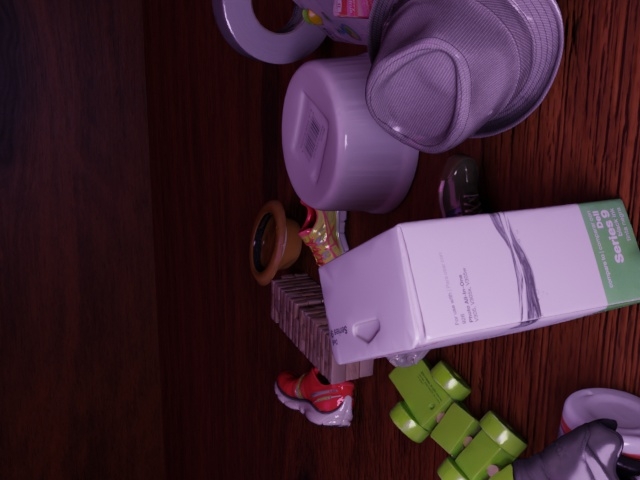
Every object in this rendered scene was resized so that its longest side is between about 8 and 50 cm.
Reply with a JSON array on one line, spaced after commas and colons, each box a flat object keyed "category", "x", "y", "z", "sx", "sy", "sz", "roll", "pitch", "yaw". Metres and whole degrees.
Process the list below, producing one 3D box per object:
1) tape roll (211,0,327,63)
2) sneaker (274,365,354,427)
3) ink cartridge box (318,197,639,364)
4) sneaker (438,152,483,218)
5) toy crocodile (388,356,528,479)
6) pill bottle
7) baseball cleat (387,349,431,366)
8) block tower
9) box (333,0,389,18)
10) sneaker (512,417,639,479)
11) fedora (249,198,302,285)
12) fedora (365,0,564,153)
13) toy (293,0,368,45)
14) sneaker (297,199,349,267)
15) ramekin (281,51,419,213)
[{"category": "tape roll", "x": -0.085, "y": -0.437, "z": 1.347, "sx": 0.072, "sy": 0.219, "sz": 0.219, "roll": -149, "pitch": 57, "yaw": -60}, {"category": "sneaker", "x": -0.003, "y": 0.300, "z": 1.517, "sx": 0.279, "sy": 0.107, "sz": 0.118, "roll": 8, "pitch": 84, "yaw": 62}, {"category": "ink cartridge box", "x": 0.171, "y": 0.048, "z": 0.814, "sx": 0.211, "sy": 0.289, "sz": 0.122, "roll": 147, "pitch": 114, "yaw": -62}, {"category": "sneaker", "x": 0.208, "y": -0.018, "z": 1.002, "sx": 0.086, "sy": 0.064, "sz": 0.192, "roll": 28, "pitch": 121, "yaw": 52}, {"category": "toy crocodile", "x": 0.199, "y": 0.272, "z": 1.043, "sx": 0.115, "sy": 0.105, "sz": 0.340, "roll": -50, "pitch": 33, "yaw": 3}, {"category": "pill bottle", "x": 0.304, "y": 0.268, "z": 0.793, "sx": 0.108, "sy": 0.108, "sz": 0.194, "roll": -143, "pitch": 52, "yaw": -58}, {"category": "baseball cleat", "x": 0.175, "y": 0.113, "z": 1.084, "sx": 0.206, "sy": 0.072, "sz": 0.109, "roll": -33, "pitch": 21, "yaw": 38}, {"category": "block tower", "x": -0.004, "y": 0.168, "z": 1.463, "sx": 0.335, "sy": 0.091, "sz": 0.097, "roll": -145, "pitch": 53, "yaw": -59}, {"category": "box", "x": 0.115, "y": -0.455, "z": 0.997, "sx": 0.154, "sy": 0.142, "sz": 0.300, "roll": -148, "pitch": 55, "yaw": -60}, {"category": "sneaker", "x": 0.316, "y": 0.288, "z": 0.685, "sx": 0.130, "sy": 0.286, "sz": 0.109, "roll": -44, "pitch": 5, "yaw": 16}, {"category": "fedora", "x": -0.093, "y": 0.007, "z": 1.624, "sx": 0.194, "sy": 0.079, "sz": 0.194, "roll": -25, "pitch": 61, "yaw": 59}, {"category": "fedora", "x": 0.144, "y": -0.204, "z": 0.884, "sx": 0.243, "sy": 0.124, "sz": 0.275, "roll": 38, "pitch": 150, "yaw": -2}, {"category": "toy", "x": 0.039, "y": -0.393, "z": 1.242, "sx": 0.056, "sy": 0.137, "sz": 0.237, "roll": -54, "pitch": 30, "yaw": -5}, {"category": "sneaker", "x": 0.000, "y": 0.000, "z": 1.411, "sx": 0.081, "sy": 0.094, "sz": 0.209, "roll": 4, "pitch": 100, "yaw": 64}, {"category": "ramekin", "x": 0.038, "y": -0.178, "z": 1.239, "sx": 0.277, "sy": 0.135, "sz": 0.277, "roll": 175, "pitch": 90, "yaw": -66}]
